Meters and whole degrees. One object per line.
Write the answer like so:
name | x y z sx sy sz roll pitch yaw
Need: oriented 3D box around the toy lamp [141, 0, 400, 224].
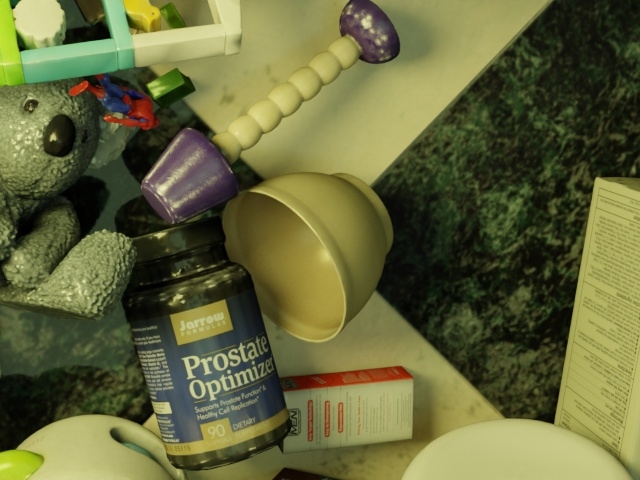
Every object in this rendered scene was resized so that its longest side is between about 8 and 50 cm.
toy lamp | -0.045 -0.116 0.999 0.275 0.080 0.080 -40 110 -17

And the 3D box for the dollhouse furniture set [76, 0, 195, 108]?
dollhouse furniture set | -0.167 -0.200 1.005 0.076 0.058 0.151 -30 90 1

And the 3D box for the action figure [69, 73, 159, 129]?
action figure | -0.175 -0.121 0.949 0.030 0.115 0.038 -21 66 23

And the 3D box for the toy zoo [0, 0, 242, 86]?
toy zoo | -0.186 -0.225 0.925 0.293 0.030 0.192 -11 62 -13

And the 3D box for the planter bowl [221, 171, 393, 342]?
planter bowl | 0.000 0.000 1.040 0.109 0.162 0.162 -35 112 -33

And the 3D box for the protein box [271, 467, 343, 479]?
protein box | -0.018 0.361 1.064 0.136 0.201 0.199 8 103 19

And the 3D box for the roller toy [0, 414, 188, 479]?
roller toy | -0.218 0.273 1.037 0.191 0.146 0.209 -4 110 -6

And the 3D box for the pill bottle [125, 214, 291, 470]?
pill bottle | -0.112 0.093 1.028 0.123 0.123 0.219 -16 94 -12

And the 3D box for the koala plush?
koala plush | -0.262 -0.058 0.952 0.196 0.203 0.221 21 75 -28

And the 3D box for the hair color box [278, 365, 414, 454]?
hair color box | 0.024 0.175 1.136 0.141 0.043 0.072 -3 104 -16

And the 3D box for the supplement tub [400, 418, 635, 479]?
supplement tub | 0.193 0.376 1.104 0.241 0.241 0.331 -10 121 -13

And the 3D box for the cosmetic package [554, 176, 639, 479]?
cosmetic package | 0.348 0.099 1.149 0.113 0.160 0.309 2 103 -17
